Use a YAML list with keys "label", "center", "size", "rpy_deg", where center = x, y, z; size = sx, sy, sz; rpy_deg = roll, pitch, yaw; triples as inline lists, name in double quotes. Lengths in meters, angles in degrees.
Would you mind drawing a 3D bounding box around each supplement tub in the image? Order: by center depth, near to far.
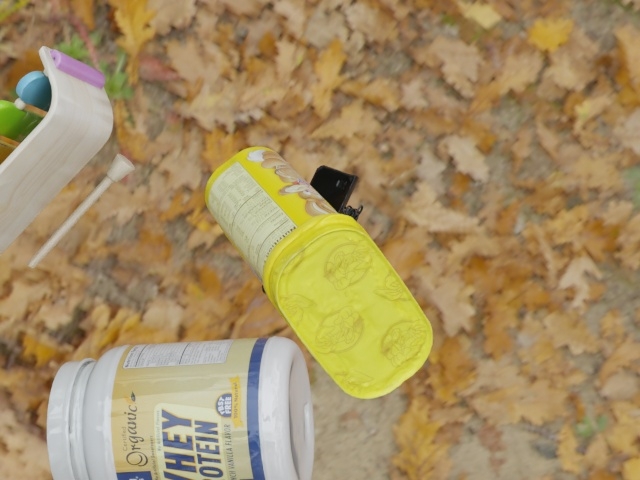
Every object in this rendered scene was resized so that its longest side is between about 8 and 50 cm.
- label: "supplement tub"
  center: [-0.179, 0.247, 1.818]
  size: [0.316, 0.228, 0.228]
  rpy_deg: [-4, 69, 9]

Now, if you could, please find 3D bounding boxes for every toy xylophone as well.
- label: "toy xylophone"
  center: [-0.361, -0.072, 1.627]
  size: [0.323, 0.236, 0.081]
  rpy_deg: [-41, 66, 3]

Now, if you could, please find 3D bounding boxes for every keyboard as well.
- label: "keyboard"
  center: [0.000, 0.000, 1.820]
  size: [0.038, 0.100, 0.192]
  rpy_deg: [28, 86, -48]

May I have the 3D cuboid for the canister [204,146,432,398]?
- label: "canister"
  center: [-0.007, 0.015, 0.916]
  size: [0.073, 0.170, 0.126]
  rpy_deg: [-38, 121, -3]
